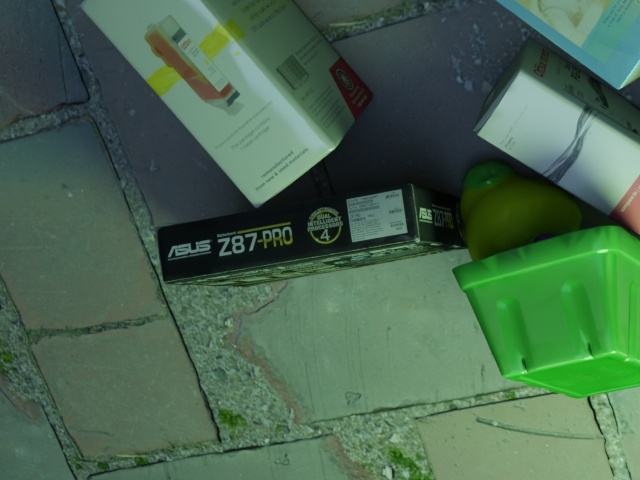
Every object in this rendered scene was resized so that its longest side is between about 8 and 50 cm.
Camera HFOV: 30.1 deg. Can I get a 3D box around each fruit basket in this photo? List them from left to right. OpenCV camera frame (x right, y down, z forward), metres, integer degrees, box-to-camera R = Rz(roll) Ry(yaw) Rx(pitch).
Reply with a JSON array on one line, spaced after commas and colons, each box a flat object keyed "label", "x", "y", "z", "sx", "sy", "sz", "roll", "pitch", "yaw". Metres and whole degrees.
[{"label": "fruit basket", "x": 0.352, "y": 0.031, "z": 1.741, "sx": 0.283, "sy": 0.392, "sz": 0.392, "roll": -17, "pitch": 107, "yaw": 29}]

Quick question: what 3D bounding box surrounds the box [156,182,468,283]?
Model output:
[{"label": "box", "x": 0.000, "y": 0.000, "z": 1.799, "sx": 0.395, "sy": 0.318, "sz": 0.097, "roll": -10, "pitch": 82, "yaw": 20}]

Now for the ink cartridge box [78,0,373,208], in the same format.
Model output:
[{"label": "ink cartridge box", "x": -0.126, "y": -0.276, "z": 1.741, "sx": 0.160, "sy": 0.279, "sz": 0.384, "roll": -37, "pitch": 99, "yaw": 26}]

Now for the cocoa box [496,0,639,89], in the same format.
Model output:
[{"label": "cocoa box", "x": 0.414, "y": -0.407, "z": 1.494, "sx": 0.231, "sy": 0.228, "sz": 0.347, "roll": 39, "pitch": 124, "yaw": 13}]

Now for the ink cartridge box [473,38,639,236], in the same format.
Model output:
[{"label": "ink cartridge box", "x": 0.376, "y": -0.150, "z": 1.696, "sx": 0.283, "sy": 0.207, "sz": 0.117, "roll": 32, "pitch": 115, "yaw": 0}]
